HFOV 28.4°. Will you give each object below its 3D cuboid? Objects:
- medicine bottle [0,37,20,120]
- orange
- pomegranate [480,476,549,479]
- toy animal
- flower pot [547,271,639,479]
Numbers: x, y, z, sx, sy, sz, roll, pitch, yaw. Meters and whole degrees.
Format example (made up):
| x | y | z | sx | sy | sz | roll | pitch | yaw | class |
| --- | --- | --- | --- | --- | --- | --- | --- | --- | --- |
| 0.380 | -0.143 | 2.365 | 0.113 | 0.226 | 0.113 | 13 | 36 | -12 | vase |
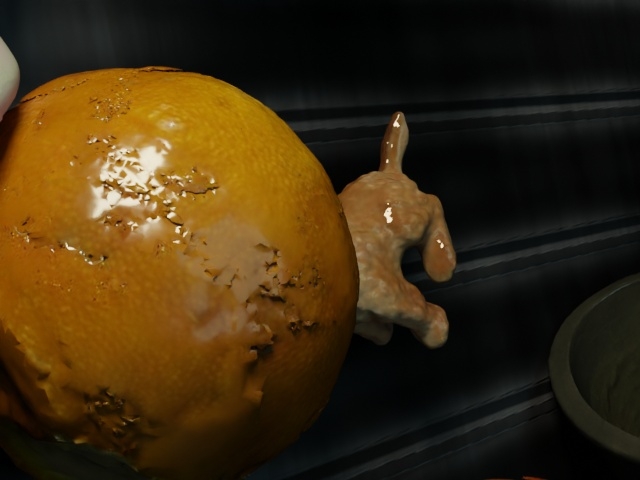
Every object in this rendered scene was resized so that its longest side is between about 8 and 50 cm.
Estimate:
| x | y | z | sx | sy | sz | roll | pitch | yaw | class |
| --- | --- | --- | --- | --- | --- | --- | --- | --- | --- |
| -0.285 | -0.139 | 0.571 | 0.293 | 0.170 | 0.170 | 55 | 47 | -22 | medicine bottle |
| -0.096 | 0.024 | 0.690 | 0.240 | 0.240 | 0.240 | 13 | 71 | -45 | orange |
| 0.121 | 0.269 | 0.891 | 0.235 | 0.210 | 0.210 | 5 | 76 | -20 | pomegranate |
| 0.004 | -0.012 | 0.908 | 0.185 | 0.104 | 0.184 | 4 | 80 | -42 | toy animal |
| 0.353 | 0.159 | 1.166 | 0.269 | 0.269 | 0.166 | -55 | 141 | -39 | flower pot |
